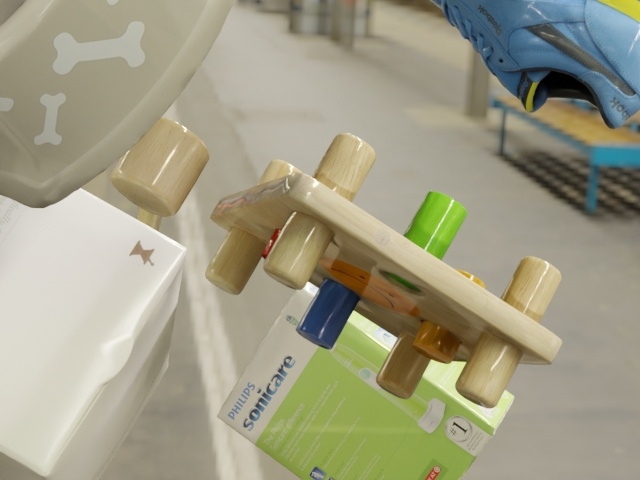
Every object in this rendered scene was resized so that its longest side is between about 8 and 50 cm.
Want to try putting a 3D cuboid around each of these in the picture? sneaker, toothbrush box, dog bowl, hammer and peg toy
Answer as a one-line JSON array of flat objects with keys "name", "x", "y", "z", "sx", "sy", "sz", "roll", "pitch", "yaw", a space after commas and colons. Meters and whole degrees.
[{"name": "sneaker", "x": 0.113, "y": -0.134, "z": 0.949, "sx": 0.209, "sy": 0.082, "sz": 0.069, "roll": 29, "pitch": -2, "yaw": 28}, {"name": "toothbrush box", "x": 0.054, "y": 0.199, "z": 1.850, "sx": 0.283, "sy": 0.206, "sz": 0.122, "roll": 34, "pitch": 21, "yaw": 6}, {"name": "dog bowl", "x": -0.215, "y": -0.178, "z": 0.902, "sx": 0.348, "sy": 0.349, "sz": 0.102, "roll": 10, "pitch": -19, "yaw": 31}, {"name": "hammer and peg toy", "x": 0.000, "y": 0.000, "z": 1.266, "sx": 0.361, "sy": 0.127, "sz": 0.266, "roll": 32, "pitch": -12, "yaw": -13}]

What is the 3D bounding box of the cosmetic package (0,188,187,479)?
[{"name": "cosmetic package", "x": -0.221, "y": 0.100, "z": 1.234, "sx": 0.155, "sy": 0.197, "sz": 0.365, "roll": 31, "pitch": -20, "yaw": 3}]
